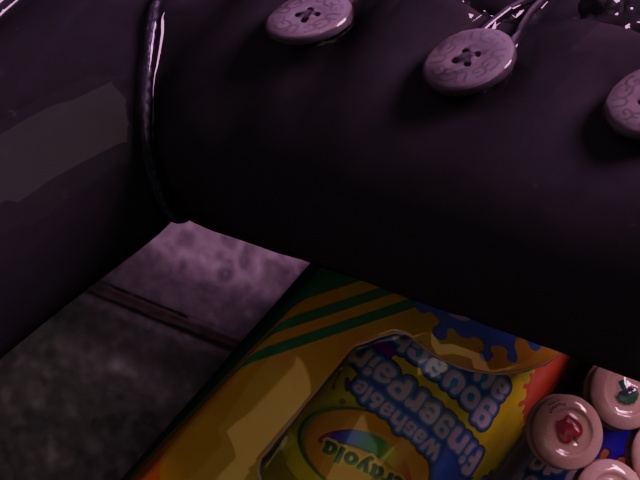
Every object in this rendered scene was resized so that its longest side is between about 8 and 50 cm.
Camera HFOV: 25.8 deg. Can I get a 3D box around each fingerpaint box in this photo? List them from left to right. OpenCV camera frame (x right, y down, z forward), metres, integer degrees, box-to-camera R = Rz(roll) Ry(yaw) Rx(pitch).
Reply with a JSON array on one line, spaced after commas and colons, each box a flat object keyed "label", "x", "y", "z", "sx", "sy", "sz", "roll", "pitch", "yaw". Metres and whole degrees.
[{"label": "fingerpaint box", "x": 0.126, "y": 0.200, "z": 0.744, "sx": 0.445, "sy": 0.163, "sz": 0.371, "roll": 43, "pitch": 71, "yaw": -2}]

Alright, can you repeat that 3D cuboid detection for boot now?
[{"label": "boot", "x": 0.001, "y": -0.002, "z": 0.615, "sx": 0.445, "sy": 0.146, "sz": 0.367, "roll": 19, "pitch": 64, "yaw": 26}]

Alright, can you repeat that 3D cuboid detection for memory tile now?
[{"label": "memory tile", "x": 0.183, "y": 0.096, "z": 0.690, "sx": 0.148, "sy": 0.012, "sz": 0.113, "roll": -31, "pitch": 87, "yaw": -20}]
